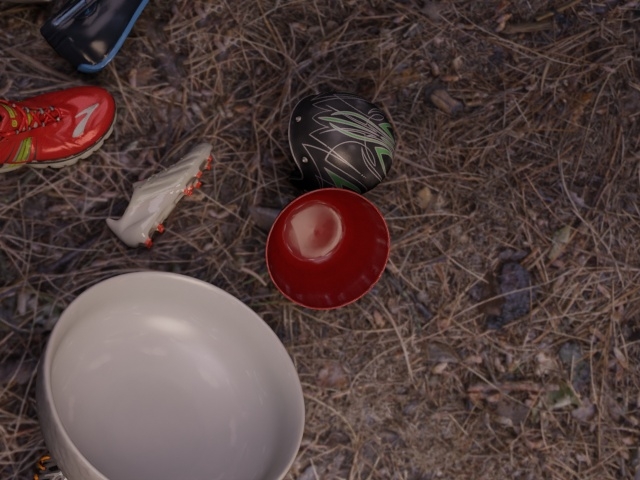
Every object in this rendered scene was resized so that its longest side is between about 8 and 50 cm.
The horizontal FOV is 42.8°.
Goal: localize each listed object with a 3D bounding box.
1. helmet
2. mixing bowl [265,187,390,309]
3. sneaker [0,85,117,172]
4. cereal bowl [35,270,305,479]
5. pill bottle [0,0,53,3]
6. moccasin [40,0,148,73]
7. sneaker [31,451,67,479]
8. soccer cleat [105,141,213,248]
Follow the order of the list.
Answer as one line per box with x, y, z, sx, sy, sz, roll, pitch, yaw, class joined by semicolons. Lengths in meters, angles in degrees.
0.028;-0.143;1.218;0.169;0.161;0.170;4;74;-13;helmet
0.000;0.000;1.190;0.181;0.098;0.182;-4;108;-14;mixing bowl
-0.415;-0.154;1.132;0.278;0.118;0.107;-21;82;-18;sneaker
-0.198;0.213;1.044;0.338;0.141;0.339;20;43;-19;cereal bowl
-0.444;-0.478;1.158;0.153;0.153;0.265;0;101;-14;pill bottle
-0.296;-0.416;1.214;0.116;0.137;0.342;33;67;-28;moccasin
-0.340;0.313;1.048;0.215;0.084;0.083;-38;87;-31;sneaker
-0.230;-0.077;1.188;0.076;0.068;0.196;36;73;1;soccer cleat
